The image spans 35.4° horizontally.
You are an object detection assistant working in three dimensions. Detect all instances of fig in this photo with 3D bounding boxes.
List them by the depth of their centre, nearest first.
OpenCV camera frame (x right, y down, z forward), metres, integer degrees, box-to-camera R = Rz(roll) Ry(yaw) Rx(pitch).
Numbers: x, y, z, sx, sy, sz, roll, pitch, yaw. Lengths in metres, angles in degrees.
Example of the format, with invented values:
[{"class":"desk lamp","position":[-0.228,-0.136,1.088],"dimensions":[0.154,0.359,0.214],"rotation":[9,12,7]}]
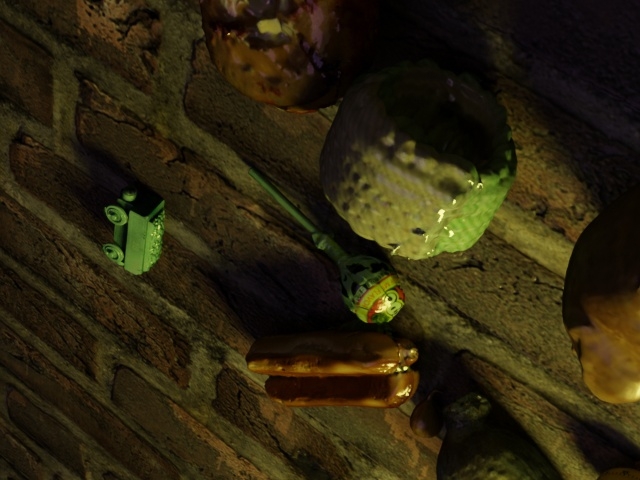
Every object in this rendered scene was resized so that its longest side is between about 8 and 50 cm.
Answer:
[{"class":"fig","position":[0.161,0.250,1.474],"dimensions":[0.050,0.050,0.083],"rotation":[28,117,24]}]

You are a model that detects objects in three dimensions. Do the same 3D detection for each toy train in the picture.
[{"class":"toy train","position":[-0.309,-0.015,1.680],"dimensions":[0.099,0.070,0.172],"rotation":[27,135,11]}]

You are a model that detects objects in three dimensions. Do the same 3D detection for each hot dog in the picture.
[{"class":"hot dog","position":[0.026,0.185,1.505],"dimensions":[0.337,0.100,0.135],"rotation":[-11,120,47]}]

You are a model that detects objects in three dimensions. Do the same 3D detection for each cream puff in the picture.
[{"class":"cream puff","position":[-0.030,-0.264,1.174],"dimensions":[0.240,0.164,0.240],"rotation":[13,114,30]}]

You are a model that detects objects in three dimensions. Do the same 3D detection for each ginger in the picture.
[{"class":"ginger","position":[0.352,0.034,1.016],"dimensions":[0.223,0.200,0.269],"rotation":[5,127,34]}]

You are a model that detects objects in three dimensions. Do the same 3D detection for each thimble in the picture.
[{"class":"thimble","position":[0.111,-0.092,1.127],"dimensions":[0.219,0.219,0.150],"rotation":[39,136,13]}]

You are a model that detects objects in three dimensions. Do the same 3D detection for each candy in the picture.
[{"class":"candy","position":[0.000,0.000,1.423],"dimensions":[0.305,0.083,0.091],"rotation":[44,156,20]}]

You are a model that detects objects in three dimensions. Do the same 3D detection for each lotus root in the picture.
[{"class":"lotus root","position":[0.261,0.374,1.379],"dimensions":[0.350,0.175,0.175],"rotation":[55,139,-1]}]

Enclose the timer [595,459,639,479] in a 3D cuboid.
[{"class":"timer","position":[0.390,0.347,1.286],"dimensions":[0.107,0.109,0.107],"rotation":[23,133,28]}]
